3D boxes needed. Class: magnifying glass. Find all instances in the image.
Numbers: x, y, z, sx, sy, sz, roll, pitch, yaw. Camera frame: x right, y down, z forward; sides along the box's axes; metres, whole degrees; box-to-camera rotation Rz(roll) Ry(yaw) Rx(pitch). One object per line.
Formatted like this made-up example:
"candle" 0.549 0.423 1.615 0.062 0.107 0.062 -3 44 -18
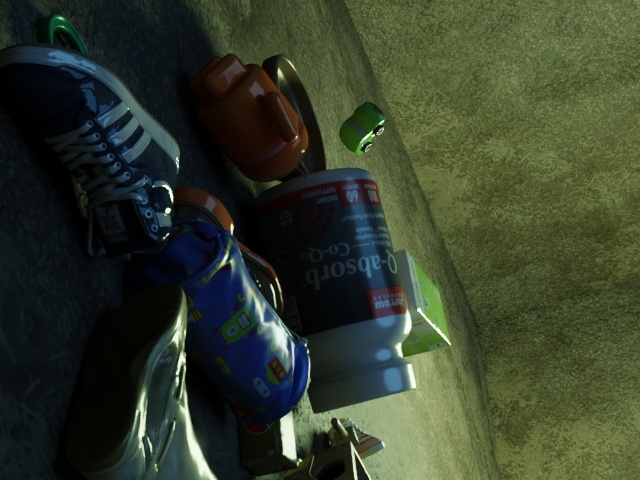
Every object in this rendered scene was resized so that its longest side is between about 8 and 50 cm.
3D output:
"magnifying glass" -0.266 -0.147 1.240 0.092 0.026 0.231 -68 138 -68

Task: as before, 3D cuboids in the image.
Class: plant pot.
"plant pot" -0.078 -0.190 1.847 0.237 0.109 0.237 -16 90 -75

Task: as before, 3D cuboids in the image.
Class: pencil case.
"pencil case" -0.111 0.101 1.326 0.119 0.133 0.306 39 -15 45

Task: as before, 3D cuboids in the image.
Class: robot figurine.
"robot figurine" -0.103 -0.179 1.647 0.219 0.158 0.128 52 28 -24

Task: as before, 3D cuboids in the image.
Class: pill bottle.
"pill bottle" 0.029 0.082 1.746 0.210 0.210 0.363 18 57 -74

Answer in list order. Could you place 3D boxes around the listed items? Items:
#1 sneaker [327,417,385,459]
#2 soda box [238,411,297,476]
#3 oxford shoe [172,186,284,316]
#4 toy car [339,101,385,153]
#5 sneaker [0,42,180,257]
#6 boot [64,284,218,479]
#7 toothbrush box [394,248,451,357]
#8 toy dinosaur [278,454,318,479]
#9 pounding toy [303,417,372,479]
"sneaker" 0.053 0.328 1.794 0.134 0.051 0.070 -29 -97 60
"soda box" -0.076 0.224 1.479 0.058 0.061 0.181 54 24 -53
"oxford shoe" -0.135 0.049 1.433 0.271 0.097 0.098 54 43 -43
"toy car" 0.037 -0.157 1.963 0.239 0.225 0.053 46 37 16
"sneaker" -0.236 -0.080 1.123 0.282 0.099 0.153 41 43 -56
"boot" -0.159 0.191 1.115 0.262 0.095 0.203 -84 154 -53
"toothbrush box" 0.105 0.135 1.997 0.283 0.206 0.122 47 30 -63
"toy dinosaur" -0.033 0.327 1.443 0.053 0.092 0.183 39 -11 -13
"pounding toy" 0.020 0.363 1.661 0.206 0.094 0.181 -96 161 -69
